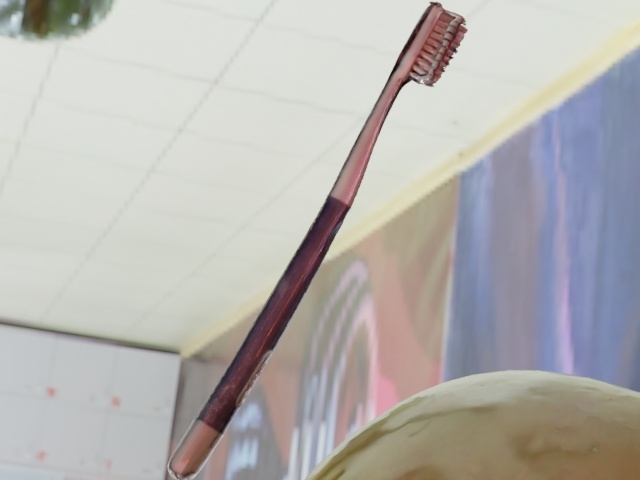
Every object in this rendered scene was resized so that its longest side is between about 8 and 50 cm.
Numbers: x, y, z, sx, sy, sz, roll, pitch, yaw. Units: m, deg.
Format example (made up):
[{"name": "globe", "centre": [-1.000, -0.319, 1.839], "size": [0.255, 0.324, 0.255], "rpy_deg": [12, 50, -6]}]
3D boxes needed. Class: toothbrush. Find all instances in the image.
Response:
[{"name": "toothbrush", "centre": [0.000, 0.000, 0.750], "size": [0.026, 0.288, 0.024], "rpy_deg": [26, 171, 28]}]

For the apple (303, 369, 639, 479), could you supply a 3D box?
[{"name": "apple", "centre": [0.114, 0.233, 0.681], "size": [0.338, 0.305, 0.338], "rpy_deg": [16, 149, 10]}]
